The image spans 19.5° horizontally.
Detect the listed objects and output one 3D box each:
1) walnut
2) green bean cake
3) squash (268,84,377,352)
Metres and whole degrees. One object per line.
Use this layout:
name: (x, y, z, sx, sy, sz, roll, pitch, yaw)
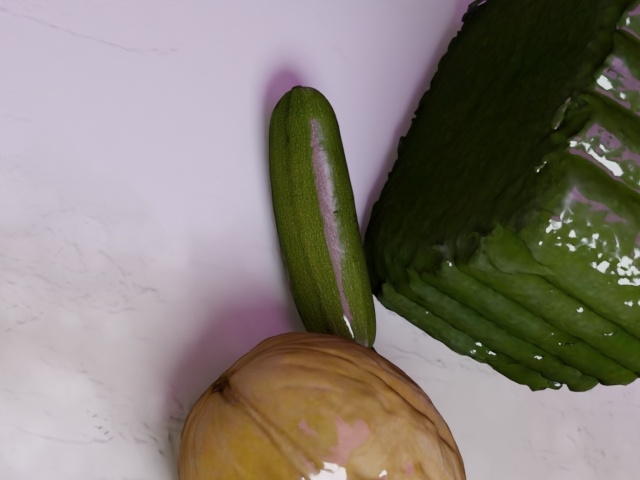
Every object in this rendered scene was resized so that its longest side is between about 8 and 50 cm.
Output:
walnut: (0.002, 0.176, 1.385, 0.221, 0.195, 0.195, 41, 61, -26)
green bean cake: (0.216, -0.064, 1.476, 0.218, 0.335, 0.319, 32, 69, -21)
squash: (0.000, 0.000, 1.487, 0.066, 0.066, 0.252, -7, 82, -33)
